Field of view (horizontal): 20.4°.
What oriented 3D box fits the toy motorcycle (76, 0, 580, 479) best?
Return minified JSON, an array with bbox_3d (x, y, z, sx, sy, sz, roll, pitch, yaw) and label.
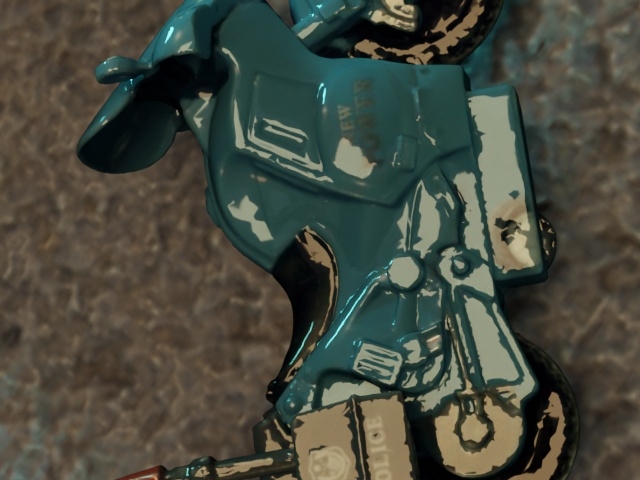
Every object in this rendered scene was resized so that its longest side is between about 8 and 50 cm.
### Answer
[{"bbox_3d":[0.000,0.000,0.707,0.182,0.123,0.272,-11,80,10],"label":"toy motorcycle"}]
